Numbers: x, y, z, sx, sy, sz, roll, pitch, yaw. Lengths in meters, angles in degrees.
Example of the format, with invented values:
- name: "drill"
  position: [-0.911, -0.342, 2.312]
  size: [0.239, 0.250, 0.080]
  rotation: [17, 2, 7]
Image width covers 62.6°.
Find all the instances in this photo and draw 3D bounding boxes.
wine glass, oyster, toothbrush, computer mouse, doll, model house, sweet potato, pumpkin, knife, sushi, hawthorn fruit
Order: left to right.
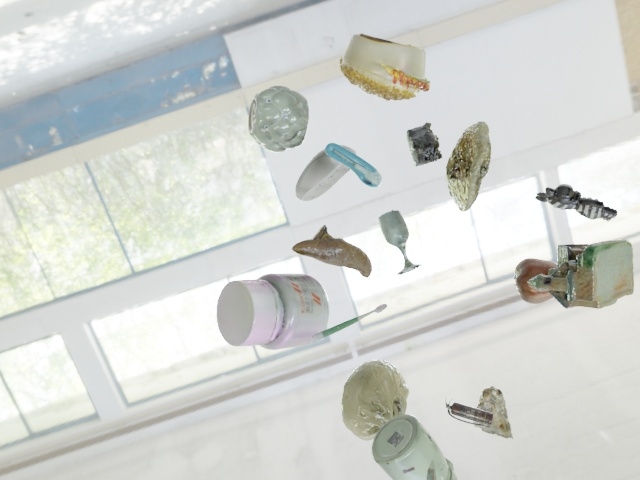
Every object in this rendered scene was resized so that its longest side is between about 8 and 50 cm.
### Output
- name: "pumpkin"
  position: [-0.002, 0.000, 1.921]
  size: [0.101, 0.073, 0.035]
  rotation: [-47, -150, -14]
- name: "computer mouse"
  position: [0.008, -0.277, 2.077]
  size: [0.297, 0.121, 0.184]
  rotation: [-38, 171, 33]
- name: "sweet potato"
  position: [0.066, 0.048, 1.809]
  size: [0.342, 0.092, 0.114]
  rotation: [19, 132, -33]
- name: "toothbrush"
  position: [0.083, 0.221, 1.432]
  size: [0.257, 0.018, 0.024]
  rotation: [-18, 155, -33]
- name: "knife"
  position: [0.108, -0.250, 1.728]
  size: [0.064, 0.222, 0.031]
  rotation: [-56, 170, 14]
- name: "wine glass"
  position: [0.390, 0.010, 2.605]
  size: [0.143, 0.321, 0.143]
  rotation: [-17, 168, -4]
- name: "sushi"
  position: [0.410, -0.365, 2.076]
  size: [0.115, 0.147, 0.212]
  rotation: [-11, -152, 6]
- name: "oyster"
  position: [0.664, 0.654, 2.016]
  size: [0.162, 0.232, 0.107]
  rotation: [1, -149, 38]
- name: "hawthorn fruit"
  position: [0.963, 0.169, 2.258]
  size: [0.251, 0.199, 0.199]
  rotation: [-7, -164, 23]
- name: "doll"
  position: [0.724, -0.109, 1.493]
  size: [0.219, 0.067, 0.091]
  rotation: [19, 170, 7]
- name: "model house"
  position: [0.977, 0.120, 2.003]
  size: [0.312, 0.245, 0.280]
  rotation: [-7, -175, -35]

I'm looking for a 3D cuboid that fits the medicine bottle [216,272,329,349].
- name: "medicine bottle"
  position: [-0.149, 0.223, 1.657]
  size: [0.302, 0.241, 0.241]
  rotation: [4, 173, -45]

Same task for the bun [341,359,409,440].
- name: "bun"
  position: [0.254, 0.691, 2.304]
  size: [0.362, 0.326, 0.235]
  rotation: [-25, -166, -40]

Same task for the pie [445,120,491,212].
- name: "pie"
  position: [0.543, -0.271, 1.946]
  size: [0.077, 0.339, 0.339]
  rotation: [5, -168, -4]

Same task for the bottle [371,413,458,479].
- name: "bottle"
  position: [0.356, 0.809, 1.885]
  size: [0.229, 0.351, 0.229]
  rotation: [-35, -161, 14]

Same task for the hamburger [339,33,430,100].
- name: "hamburger"
  position: [0.203, -0.550, 1.690]
  size: [0.294, 0.179, 0.276]
  rotation: [27, -156, 28]

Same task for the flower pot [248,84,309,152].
- name: "flower pot"
  position: [-0.160, -0.451, 1.958]
  size: [0.195, 0.246, 0.246]
  rotation: [3, -176, -22]

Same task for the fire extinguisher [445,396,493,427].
- name: "fire extinguisher"
  position: [0.488, 0.571, 1.745]
  size: [0.158, 0.064, 0.043]
  rotation: [11, -179, 21]
